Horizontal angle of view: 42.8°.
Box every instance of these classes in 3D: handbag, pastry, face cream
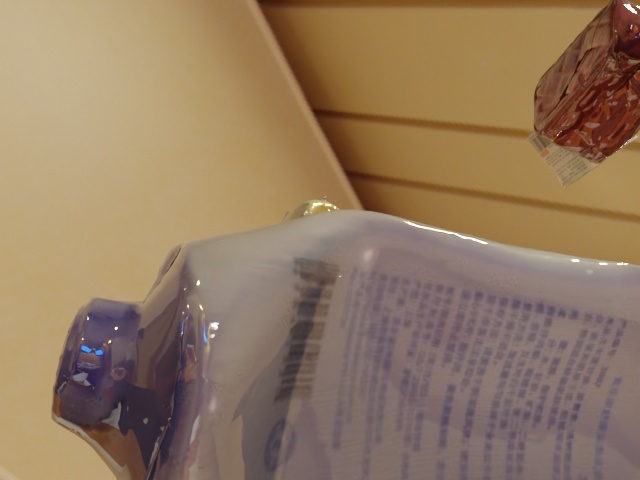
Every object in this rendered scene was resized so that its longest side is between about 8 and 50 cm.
[{"bbox_3d":[0.406,-0.219,1.147,0.135,0.146,0.225,25,-38,-7],"label":"handbag"},{"bbox_3d":[0.000,0.000,1.438,0.166,0.165,0.088,39,-48,-11],"label":"pastry"},{"bbox_3d":[0.062,0.101,0.482,0.421,0.234,0.137,11,-1,-17],"label":"face cream"}]

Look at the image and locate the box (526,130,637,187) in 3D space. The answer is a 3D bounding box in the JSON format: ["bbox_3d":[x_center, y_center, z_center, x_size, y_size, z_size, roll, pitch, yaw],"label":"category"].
[{"bbox_3d":[0.509,-0.203,1.609,0.135,0.081,0.199,54,-15,5],"label":"box"}]
